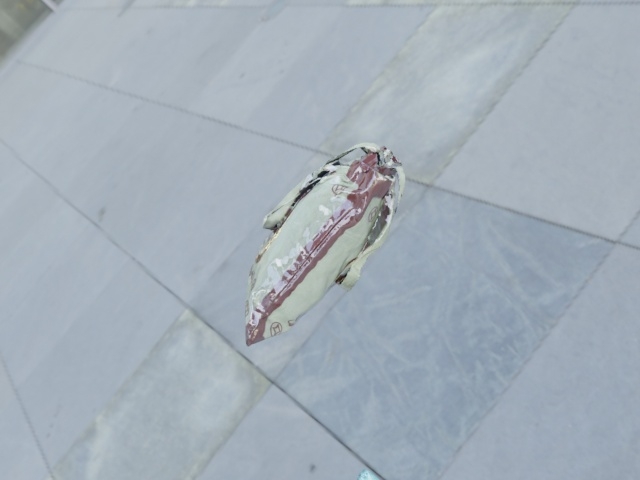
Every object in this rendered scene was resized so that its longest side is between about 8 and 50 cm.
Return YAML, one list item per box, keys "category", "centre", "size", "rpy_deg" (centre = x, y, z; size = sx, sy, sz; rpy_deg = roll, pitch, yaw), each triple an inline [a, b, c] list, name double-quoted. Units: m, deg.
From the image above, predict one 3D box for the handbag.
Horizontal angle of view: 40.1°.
- category: "handbag"
  centre: [0.000, 0.000, 0.985]
  size: [0.235, 0.127, 0.213]
  rpy_deg: [-45, 5, 14]

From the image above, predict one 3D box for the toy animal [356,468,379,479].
- category: "toy animal"
  centre: [-0.022, 0.313, 0.895]
  size: [0.208, 0.103, 0.100]
  rpy_deg: [-31, 20, 10]
